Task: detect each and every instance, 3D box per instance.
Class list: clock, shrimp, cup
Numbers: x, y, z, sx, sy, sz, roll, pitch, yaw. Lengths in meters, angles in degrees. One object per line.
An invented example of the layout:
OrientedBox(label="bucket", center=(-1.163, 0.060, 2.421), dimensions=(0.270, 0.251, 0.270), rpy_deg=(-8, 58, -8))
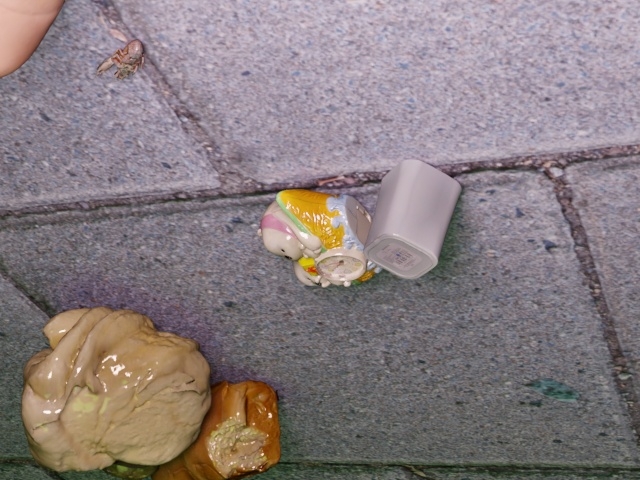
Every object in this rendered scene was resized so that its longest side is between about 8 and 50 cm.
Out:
OrientedBox(label="clock", center=(0.000, 0.000, 1.491), dimensions=(0.144, 0.103, 0.231), rpy_deg=(-16, 140, 23))
OrientedBox(label="shrimp", center=(-0.241, -0.219, 1.303), dimensions=(0.038, 0.029, 0.092), rpy_deg=(27, 151, -37))
OrientedBox(label="cup", center=(0.112, -0.023, 1.402), dimensions=(0.095, 0.129, 0.128), rpy_deg=(29, 147, -15))

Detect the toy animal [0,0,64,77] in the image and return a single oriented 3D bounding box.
OrientedBox(label="toy animal", center=(-0.339, -0.306, 1.042), dimensions=(0.269, 0.237, 0.326), rpy_deg=(1, 142, -1))

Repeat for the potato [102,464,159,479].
OrientedBox(label="potato", center=(-0.425, 0.352, 2.082), dimensions=(0.298, 0.141, 0.176), rpy_deg=(42, 119, 20))

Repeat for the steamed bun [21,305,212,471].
OrientedBox(label="steamed bun", center=(-0.368, 0.259, 1.865), dimensions=(0.372, 0.230, 0.324), rpy_deg=(-1, 129, -35))

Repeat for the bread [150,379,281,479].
OrientedBox(label="bread", center=(-0.218, 0.393, 2.081), dimensions=(0.149, 0.195, 0.344), rpy_deg=(7, 153, -33))
